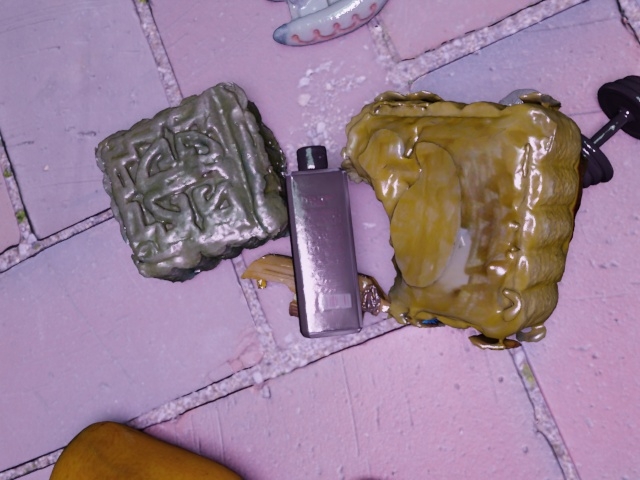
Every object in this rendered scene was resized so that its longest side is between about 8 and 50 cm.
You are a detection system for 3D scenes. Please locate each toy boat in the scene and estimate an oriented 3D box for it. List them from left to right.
[{"bbox_3d":[-0.006,0.075,0.822,0.225,0.068,0.088,12,94,11],"label":"toy boat"},{"bbox_3d":[0.011,-0.378,0.853,0.207,0.079,0.134,-15,80,11],"label":"toy boat"}]

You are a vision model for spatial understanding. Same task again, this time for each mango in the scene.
[{"bbox_3d":[-0.225,0.403,0.767,0.378,0.221,0.264,30,96,22],"label":"mango"}]

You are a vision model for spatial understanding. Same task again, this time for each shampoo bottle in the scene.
[{"bbox_3d":[0.000,0.000,0.743,0.080,0.079,0.246,-5,86,-7],"label":"shampoo bottle"}]

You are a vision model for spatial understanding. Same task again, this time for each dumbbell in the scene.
[{"bbox_3d":[0.377,-0.142,0.748,0.208,0.099,0.099,-43,79,6],"label":"dumbbell"}]

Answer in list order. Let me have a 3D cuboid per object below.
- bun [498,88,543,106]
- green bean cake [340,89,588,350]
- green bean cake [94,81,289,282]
[{"bbox_3d":[0.281,-0.174,0.797,0.083,0.045,0.084,-2,82,15],"label":"bun"},{"bbox_3d":[0.152,-0.032,0.716,0.284,0.202,0.310,9,96,37],"label":"green bean cake"},{"bbox_3d":[-0.176,-0.081,0.842,0.254,0.132,0.241,-21,78,9],"label":"green bean cake"}]
